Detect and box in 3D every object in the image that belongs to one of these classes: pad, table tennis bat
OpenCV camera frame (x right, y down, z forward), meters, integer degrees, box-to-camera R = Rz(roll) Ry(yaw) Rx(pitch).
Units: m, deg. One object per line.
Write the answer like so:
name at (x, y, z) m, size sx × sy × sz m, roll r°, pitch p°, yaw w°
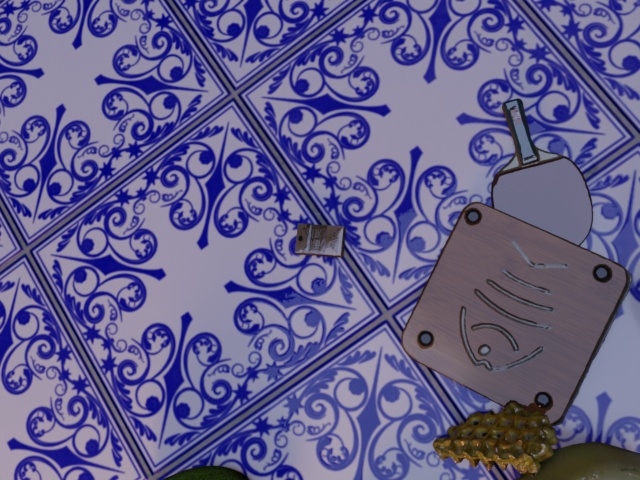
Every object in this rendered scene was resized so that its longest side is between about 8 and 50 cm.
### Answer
pad at (0.306, 0.115, 1.173) m, size 0.287 × 0.018 × 0.284 m, roll 26°, pitch 90°, yaw 17°
table tennis bat at (0.350, -0.103, 1.204) m, size 0.154 × 0.021 × 0.274 m, roll -15°, pitch 79°, yaw 11°

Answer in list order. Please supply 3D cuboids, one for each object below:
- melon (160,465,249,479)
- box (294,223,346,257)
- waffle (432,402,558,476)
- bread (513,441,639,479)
melon at (-0.174, 0.451, 1.151) m, size 0.169 × 0.129 × 0.265 m, roll -37°, pitch 61°, yaw -7°
box at (0.000, 0.000, 1.265) m, size 0.083 × 0.024 × 0.053 m, roll 3°, pitch 81°, yaw 12°
waffle at (0.258, 0.297, 1.075) m, size 0.161 × 0.192 × 0.046 m, roll -29°, pitch 100°, yaw -3°
bread at (0.351, 0.363, 1.028) m, size 0.261 × 0.158 × 0.156 m, roll -23°, pitch 103°, yaw -3°
